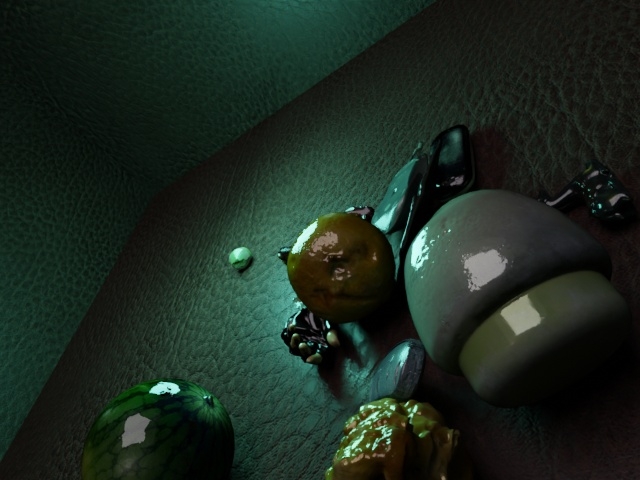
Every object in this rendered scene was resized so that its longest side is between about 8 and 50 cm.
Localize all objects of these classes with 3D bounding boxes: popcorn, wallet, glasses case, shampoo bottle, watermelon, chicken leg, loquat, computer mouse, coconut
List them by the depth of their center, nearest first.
[{"bbox_3d":[0.106,0.369,0.799,0.225,0.332,0.264,3,64,23],"label":"popcorn"},{"bbox_3d":[0.306,0.088,0.882,0.322,0.322,0.317,-39,49,9],"label":"shampoo bottle"},{"bbox_3d":[0.143,0.260,1.001,0.282,0.067,0.109,98,-169,-67],"label":"glasses case"},{"bbox_3d":[-0.369,0.488,1.217,0.363,0.363,0.363,-32,31,21],"label":"watermelon"},{"bbox_3d":[0.237,-0.055,1.276,0.041,0.247,0.322,18,65,16],"label":"wallet"},{"bbox_3d":[0.062,0.061,1.298,0.276,0.275,0.284,-32,-9,20],"label":"loquat"},{"bbox_3d":[0.369,-0.223,1.488,0.122,0.075,0.314,-27,33,30],"label":"glasses case"},{"bbox_3d":[0.257,-0.150,1.511,0.167,0.090,0.379,-38,21,54],"label":"computer mouse"},{"bbox_3d":[0.000,0.000,1.651,0.407,0.096,0.157,-27,27,34],"label":"chicken leg"},{"bbox_3d":[-0.298,0.067,1.955,0.084,0.082,0.081,5,11,5],"label":"coconut"}]

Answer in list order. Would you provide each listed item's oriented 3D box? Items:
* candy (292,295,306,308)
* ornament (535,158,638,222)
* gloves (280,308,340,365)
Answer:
[{"bbox_3d":[0.002,0.114,1.479,0.086,0.059,0.292,-13,21,38],"label":"candy"},{"bbox_3d":[0.500,-0.054,1.097,0.236,0.080,0.202,-30,28,19],"label":"ornament"},{"bbox_3d":[-0.027,0.246,1.310,0.165,0.124,0.203,-15,28,13],"label":"gloves"}]
